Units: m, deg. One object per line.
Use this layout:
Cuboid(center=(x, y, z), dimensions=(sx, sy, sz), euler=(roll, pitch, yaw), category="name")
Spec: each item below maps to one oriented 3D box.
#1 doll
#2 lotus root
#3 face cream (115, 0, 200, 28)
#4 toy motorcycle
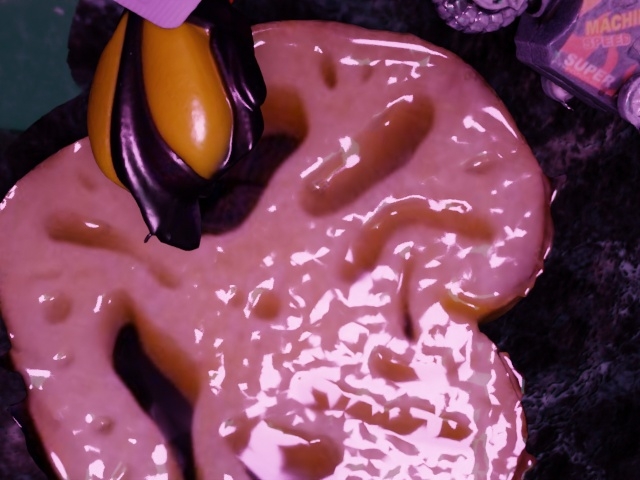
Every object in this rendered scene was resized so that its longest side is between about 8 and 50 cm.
Cuboid(center=(-0.084, -0.119, 0.530), dimensions=(0.088, 0.127, 0.248), euler=(8, 83, -21), category="doll")
Cuboid(center=(-0.031, 0.042, 0.594), dimensions=(0.375, 0.111, 0.390), euler=(19, 86, 1), category="lotus root")
Cuboid(center=(-0.039, -0.219, 0.377), dimensions=(0.274, 0.096, 0.154), euler=(-44, 141, 22), category="face cream")
Cuboid(center=(0.222, -0.181, 0.663), dimensions=(0.307, 0.108, 0.173), euler=(22, 98, -28), category="toy motorcycle")
